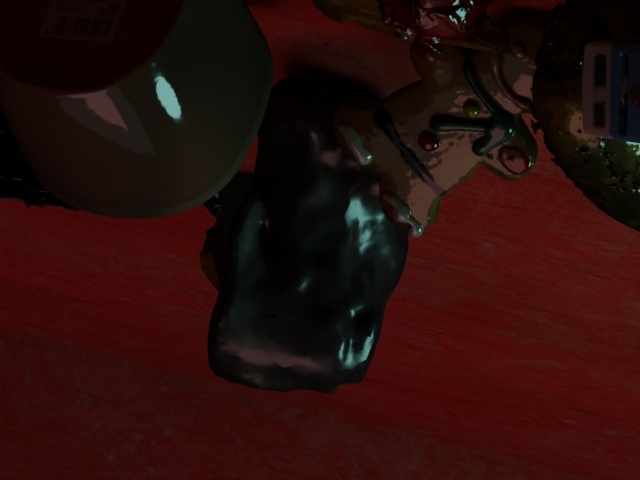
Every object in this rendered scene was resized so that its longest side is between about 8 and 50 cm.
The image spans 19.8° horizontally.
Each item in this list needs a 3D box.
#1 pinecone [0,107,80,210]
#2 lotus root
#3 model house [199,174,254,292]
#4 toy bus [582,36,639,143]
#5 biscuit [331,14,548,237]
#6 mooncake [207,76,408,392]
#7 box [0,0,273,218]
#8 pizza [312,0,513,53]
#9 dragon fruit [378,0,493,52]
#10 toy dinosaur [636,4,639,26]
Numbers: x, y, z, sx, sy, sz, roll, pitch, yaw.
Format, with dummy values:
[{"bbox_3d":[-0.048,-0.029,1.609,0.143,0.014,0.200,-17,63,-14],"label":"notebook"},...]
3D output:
[{"bbox_3d":[-0.333,-0.153,2.294,0.224,0.224,0.272,16,149,1],"label":"pinecone"},{"bbox_3d":[0.337,-0.119,1.888,0.179,0.196,0.397,27,177,41],"label":"lotus root"},{"bbox_3d":[-0.061,0.069,2.636,0.230,0.249,0.280,3,157,34],"label":"model house"},{"bbox_3d":[0.387,-0.147,1.708,0.297,0.106,0.131,-9,-166,-38],"label":"toy bus"},{"bbox_3d":[0.152,-0.138,1.992,0.301,0.049,0.197,-33,102,30],"label":"biscuit"},{"bbox_3d":[0.000,0.000,2.231,0.212,0.381,0.350,13,-171,-1],"label":"mooncake"},{"bbox_3d":[-0.216,-0.196,1.977,0.301,0.301,0.216,8,155,21],"label":"box"},{"bbox_3d":[0.083,-0.254,1.897,0.226,0.069,0.147,15,173,30],"label":"pizza"},{"bbox_3d":[0.112,-0.253,1.781,0.121,0.142,0.130,5,162,11],"label":"dragon fruit"},{"bbox_3d":[0.258,-0.333,1.545,0.383,0.129,0.331,13,150,12],"label":"toy dinosaur"}]
